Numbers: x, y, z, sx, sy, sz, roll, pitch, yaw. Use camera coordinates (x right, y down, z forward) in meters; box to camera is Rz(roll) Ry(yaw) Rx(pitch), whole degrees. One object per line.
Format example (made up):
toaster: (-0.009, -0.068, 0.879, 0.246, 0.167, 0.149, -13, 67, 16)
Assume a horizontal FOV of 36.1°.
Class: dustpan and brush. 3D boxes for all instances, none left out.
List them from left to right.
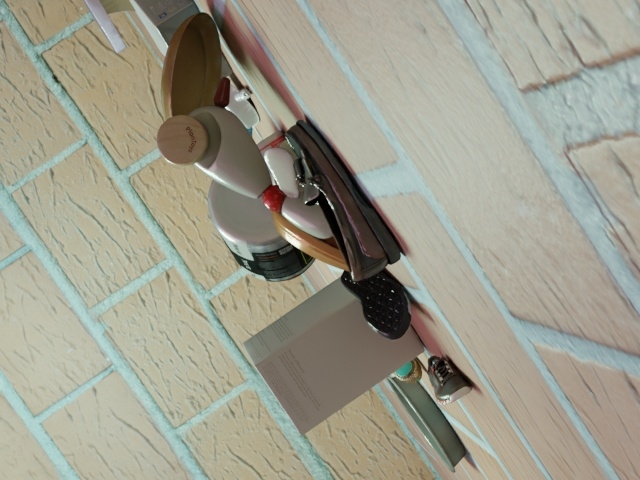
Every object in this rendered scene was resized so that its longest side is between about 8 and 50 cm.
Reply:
dustpan and brush: (-0.170, -0.288, 1.989, 0.147, 0.060, 0.211, 46, -176, -13)

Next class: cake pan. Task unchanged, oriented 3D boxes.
cake pan: (0.270, 0.450, 2.481, 0.293, 0.054, 0.293, 55, 174, 8)

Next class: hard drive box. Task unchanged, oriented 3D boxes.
hard drive box: (-0.291, -0.427, 1.979, 0.232, 0.089, 0.181, 50, 172, 46)

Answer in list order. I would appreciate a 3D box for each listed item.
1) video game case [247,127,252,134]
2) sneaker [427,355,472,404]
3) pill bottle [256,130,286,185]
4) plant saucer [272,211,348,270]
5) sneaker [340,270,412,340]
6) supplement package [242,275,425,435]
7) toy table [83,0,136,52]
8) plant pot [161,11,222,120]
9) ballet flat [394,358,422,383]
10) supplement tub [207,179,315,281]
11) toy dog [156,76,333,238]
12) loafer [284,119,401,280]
video game case: (-0.203, -0.301, 2.360, 0.119, 0.015, 0.166, 55, 175, 0)
sneaker: (0.211, 0.235, 1.689, 0.065, 0.061, 0.158, 63, 173, -8)
pill bottle: (-0.065, -0.118, 1.840, 0.160, 0.087, 0.087, 56, 175, -4)
plant saucer: (0.000, 0.000, 1.726, 0.199, 0.037, 0.200, 27, -169, -6)
sneaker: (0.118, 0.109, 1.734, 0.097, 0.084, 0.235, 42, -172, -32)
supplement package: (0.022, 0.210, 1.929, 0.175, 0.293, 0.177, 58, 175, -14)
toy table: (-0.484, -0.598, 2.286, 0.274, 0.160, 0.252, 60, 173, -37)
plant pot: (-0.229, -0.283, 1.728, 0.032, 0.236, 0.236, 10, 161, 12)
ballet flat: (0.162, 0.251, 2.191, 0.067, 0.073, 0.206, 41, -170, -42)
supplement tub: (-0.105, -0.036, 2.058, 0.207, 0.207, 0.338, 54, 174, 19)
toy dog: (-0.099, -0.149, 1.630, 0.333, 0.161, 0.220, 26, -169, -15)
loafer: (0.015, -0.061, 1.477, 0.268, 0.084, 0.096, 54, 174, 14)
